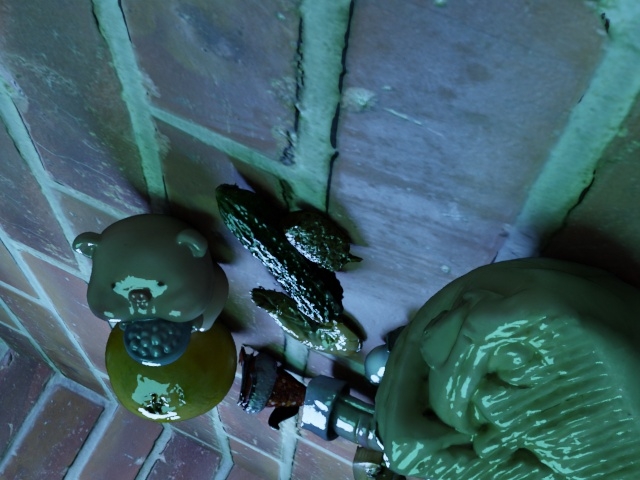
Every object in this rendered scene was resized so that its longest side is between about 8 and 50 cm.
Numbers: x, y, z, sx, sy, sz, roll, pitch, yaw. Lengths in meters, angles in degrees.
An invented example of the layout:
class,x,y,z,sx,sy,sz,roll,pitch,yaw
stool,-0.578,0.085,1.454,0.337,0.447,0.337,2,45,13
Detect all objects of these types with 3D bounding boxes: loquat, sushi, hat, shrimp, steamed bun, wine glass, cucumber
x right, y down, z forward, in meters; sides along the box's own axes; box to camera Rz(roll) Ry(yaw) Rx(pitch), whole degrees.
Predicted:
class,x,y,z,sx,sy,sz,roll,pitch,yaw
loquat,-0.295,0.233,1.798,0.263,0.263,0.263,24,157,11
sushi,0.000,0.000,1.179,0.120,0.052,0.055,46,167,-32
hat,-0.064,0.307,1.877,0.228,0.128,0.140,15,-159,-10
shrimp,-0.021,0.133,1.484,0.236,0.053,0.133,40,158,-33
steamed bun,0.240,0.174,1.033,0.347,0.237,0.393,1,120,9
wine glass,0.115,0.181,1.407,0.072,0.072,0.155,29,157,0
cucumber,-0.052,0.014,1.240,0.077,0.077,0.265,8,150,40

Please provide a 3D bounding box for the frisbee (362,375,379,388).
class,x,y,z,sx,sy,sz,roll,pitch,yaw
frisbee,0.169,0.322,1.724,0.211,0.012,0.187,26,158,7

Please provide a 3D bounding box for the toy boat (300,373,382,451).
class,x,y,z,sx,sy,sz,roll,pitch,yaw
toy boat,0.088,0.354,1.736,0.294,0.111,0.276,26,158,-3

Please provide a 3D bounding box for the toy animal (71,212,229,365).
class,x,y,z,sx,sy,sz,roll,pitch,yaw
toy animal,-0.248,0.063,1.446,0.210,0.229,0.221,-6,-168,11

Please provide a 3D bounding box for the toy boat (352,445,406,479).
class,x,y,z,sx,sy,sz,roll,pitch,yaw
toy boat,0.145,0.567,2.185,0.122,0.089,0.321,16,154,15
